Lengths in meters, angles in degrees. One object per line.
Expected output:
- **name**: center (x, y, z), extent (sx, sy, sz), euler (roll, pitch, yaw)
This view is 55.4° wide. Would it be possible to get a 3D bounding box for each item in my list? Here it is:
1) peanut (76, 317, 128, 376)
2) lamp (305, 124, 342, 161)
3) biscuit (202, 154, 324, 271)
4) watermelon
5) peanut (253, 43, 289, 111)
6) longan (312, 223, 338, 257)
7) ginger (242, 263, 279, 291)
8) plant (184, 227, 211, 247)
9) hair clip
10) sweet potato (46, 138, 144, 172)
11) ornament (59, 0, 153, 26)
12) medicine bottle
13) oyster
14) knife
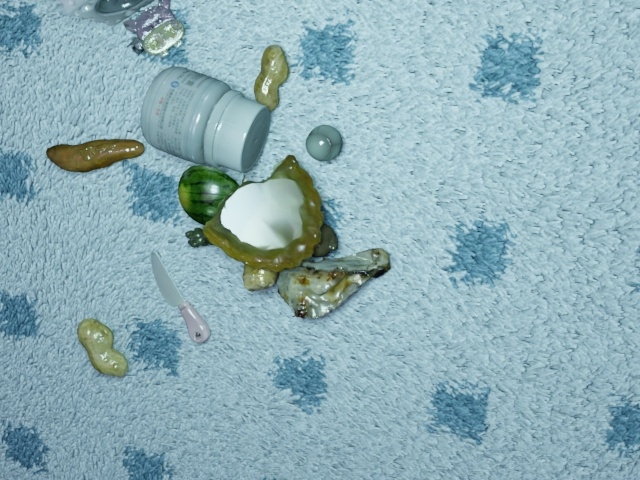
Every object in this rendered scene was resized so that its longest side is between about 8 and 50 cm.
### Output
- **peanut**: center (-0.730, 0.362, 2.039), extent (0.103, 0.098, 0.229), euler (-21, 100, 43)
- **lamp**: center (0.010, -0.276, 1.733), extent (0.105, 0.105, 0.105), euler (3, 102, 12)
- **biscuit**: center (-0.147, -0.085, 1.699), extent (0.329, 0.078, 0.335), euler (14, 87, -3)
- **watermelon**: center (-0.325, -0.115, 1.798), extent (0.232, 0.127, 0.204), euler (15, 141, 18)
- **peanut**: center (-0.140, -0.460, 1.743), extent (0.089, 0.089, 0.192), euler (21, 110, 8)
- **longan**: center (0.000, 0.000, 1.791), extent (0.119, 0.106, 0.106), euler (15, 105, 28)
- **ginger**: center (-0.139, -0.014, 1.800), extent (0.126, 0.190, 0.354), euler (24, 96, -21)
- **plant**: center (-0.334, -0.012, 1.883), extent (0.174, 0.087, 0.085), euler (-7, 70, 9)
- **hair clip**: center (-0.491, -0.613, 1.804), extent (0.187, 0.056, 0.146), euler (-32, 100, 14)
- **sweet potato**: center (-0.722, -0.262, 1.906), extent (0.355, 0.106, 0.095), euler (-1, 135, 14)
- **ornament**: center (-0.601, -0.776, 1.697), extent (0.239, 0.240, 0.239), euler (-24, 94, 16)
- **medicine bottle**: center (-0.320, -0.333, 1.723), extent (0.306, 0.245, 0.245), euler (21, 105, 7)
- **oyster**: center (0.040, 0.102, 1.778), extent (0.337, 0.133, 0.197), euler (-20, 130, 11)
- **knife**: center (-0.467, 0.187, 1.981), extent (0.081, 0.043, 0.336), euler (-34, 86, 23)
